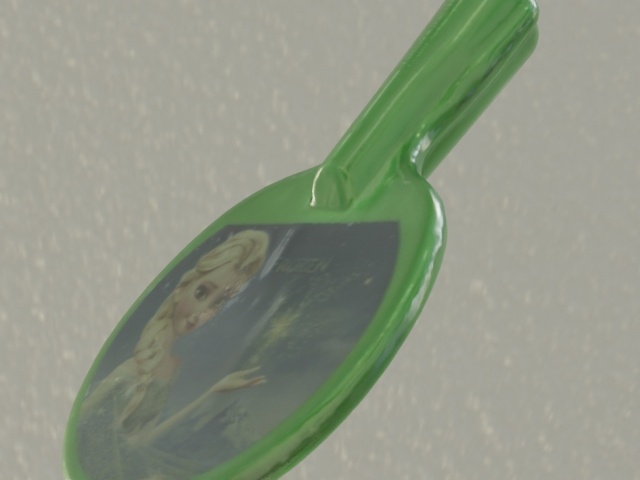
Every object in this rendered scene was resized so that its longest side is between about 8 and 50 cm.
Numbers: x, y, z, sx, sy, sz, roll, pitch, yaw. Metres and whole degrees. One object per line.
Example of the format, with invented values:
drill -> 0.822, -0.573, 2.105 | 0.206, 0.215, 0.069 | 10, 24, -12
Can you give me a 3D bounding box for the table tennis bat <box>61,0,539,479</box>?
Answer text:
table tennis bat -> 0.000, 0.000, 0.684 | 0.039, 0.160, 0.257 | 50, -115, -26
